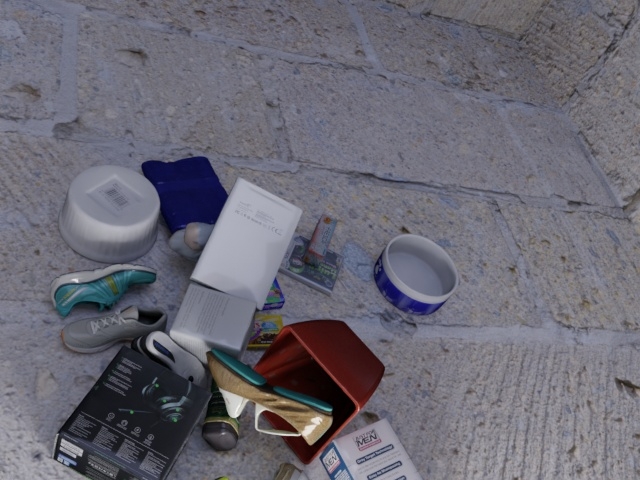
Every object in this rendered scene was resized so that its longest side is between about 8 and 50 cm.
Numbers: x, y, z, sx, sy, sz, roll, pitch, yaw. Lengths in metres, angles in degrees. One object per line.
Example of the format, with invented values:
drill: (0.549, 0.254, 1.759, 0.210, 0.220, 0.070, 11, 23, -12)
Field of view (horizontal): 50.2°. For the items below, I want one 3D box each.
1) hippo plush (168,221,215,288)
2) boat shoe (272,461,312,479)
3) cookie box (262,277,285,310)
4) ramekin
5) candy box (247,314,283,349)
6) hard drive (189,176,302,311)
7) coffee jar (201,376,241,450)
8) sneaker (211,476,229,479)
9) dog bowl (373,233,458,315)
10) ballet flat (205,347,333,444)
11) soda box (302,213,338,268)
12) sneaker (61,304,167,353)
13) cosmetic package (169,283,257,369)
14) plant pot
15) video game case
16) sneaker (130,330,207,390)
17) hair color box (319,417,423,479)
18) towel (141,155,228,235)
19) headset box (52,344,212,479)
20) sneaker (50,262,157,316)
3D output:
hippo plush: (-0.273, 0.083, 1.923, 0.294, 0.234, 0.237, -2, 78, -23)
boat shoe: (-0.131, 0.620, 1.543, 0.103, 0.113, 0.302, 42, 34, 14)
cookie box: (-0.164, 0.149, 1.995, 0.091, 0.040, 0.107, -5, 53, -30)
ramekin: (-0.585, -0.084, 1.919, 0.277, 0.135, 0.277, 14, 46, -15)
candy box: (-0.197, 0.254, 1.892, 0.205, 0.027, 0.105, 3, 48, -25)
hard drive: (-0.192, 0.008, 1.822, 0.203, 0.040, 0.308, 27, 68, -13)
coffee jar: (-0.235, 0.415, 1.674, 0.079, 0.096, 0.184, -7, 45, 12)
sneaker: (-0.270, 0.643, 1.464, 0.123, 0.109, 0.296, 45, 42, -13)
dog bowl: (0.311, 0.110, 2.234, 0.264, 0.104, 0.265, 15, 45, -15)
ballet flat: (-0.139, 0.378, 1.604, 0.342, 0.116, 0.124, 25, 88, 7)
soda box: (0.000, 0.000, 2.169, 0.058, 0.063, 0.183, 26, 44, -4)
sneaker: (-0.508, 0.205, 1.707, 0.262, 0.121, 0.099, -4, 52, -30)
cosmetic package: (-0.274, 0.231, 1.753, 0.183, 0.151, 0.151, 17, 52, 1)
plant pot: (0.007, 0.354, 1.758, 0.267, 0.267, 0.235, 46, 35, 16)
video game case: (-0.029, 0.070, 2.152, 0.190, 0.022, 0.173, 27, 44, -4)
sneaker: (-0.384, 0.309, 1.712, 0.217, 0.121, 0.079, 54, 45, -25)
hair color box: (0.162, 0.619, 1.625, 0.173, 0.105, 0.347, -12, 57, -34)
towel: (-0.400, -0.131, 2.100, 0.227, 0.076, 0.308, -10, 51, -31)
headset box: (-0.418, 0.412, 1.558, 0.246, 0.131, 0.283, 28, 44, -1)
sneaker: (-0.560, 0.129, 1.786, 0.275, 0.107, 0.110, -13, 77, -30)
